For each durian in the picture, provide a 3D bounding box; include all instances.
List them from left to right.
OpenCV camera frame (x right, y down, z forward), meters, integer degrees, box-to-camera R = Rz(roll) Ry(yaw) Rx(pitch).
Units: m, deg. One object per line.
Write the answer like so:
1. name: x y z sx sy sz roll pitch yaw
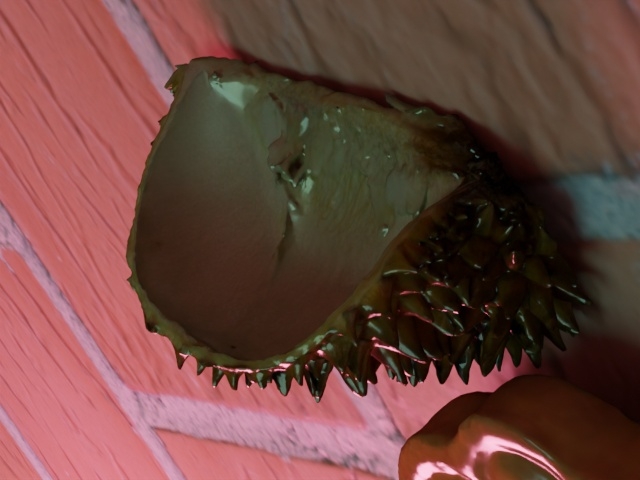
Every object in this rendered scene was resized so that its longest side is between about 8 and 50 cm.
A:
1. durian: 0.000 0.000 0.683 0.252 0.144 0.139 23 122 54

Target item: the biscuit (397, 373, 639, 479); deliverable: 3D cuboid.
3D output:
1. biscuit: 0.168 0.189 0.670 0.351 0.057 0.312 20 149 46
